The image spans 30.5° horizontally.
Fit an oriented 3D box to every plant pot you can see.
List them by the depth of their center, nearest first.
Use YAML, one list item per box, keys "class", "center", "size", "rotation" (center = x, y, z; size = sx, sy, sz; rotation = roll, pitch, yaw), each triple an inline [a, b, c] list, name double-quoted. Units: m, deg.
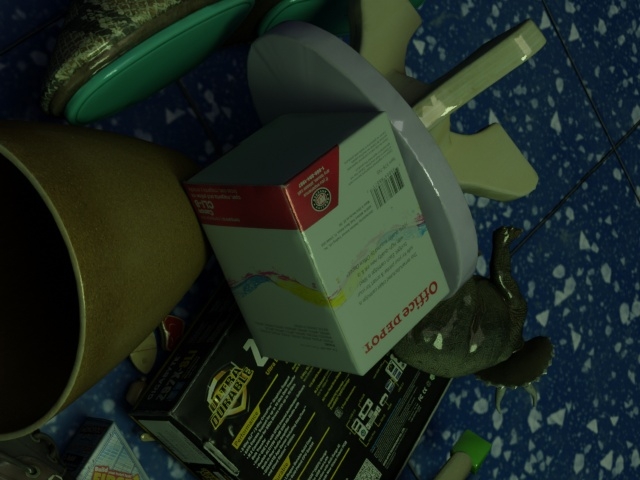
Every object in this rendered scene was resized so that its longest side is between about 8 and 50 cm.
- class: "plant pot"
  center: [-0.198, 0.005, 0.943]
  size: [0.254, 0.237, 0.237]
  rotation: [-23, 102, -57]

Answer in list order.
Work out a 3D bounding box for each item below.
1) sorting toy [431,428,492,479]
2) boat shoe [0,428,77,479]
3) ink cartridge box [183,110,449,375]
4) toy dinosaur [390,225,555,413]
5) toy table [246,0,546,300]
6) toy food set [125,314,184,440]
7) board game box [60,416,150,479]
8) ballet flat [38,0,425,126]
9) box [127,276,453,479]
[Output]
- class: "sorting toy"
  center: [0.066, 0.312, 1.152]
  size: [0.348, 0.047, 0.196]
  rotation: [-40, 154, -47]
- class: "boat shoe"
  center: [-0.248, 0.182, 0.922]
  size: [0.285, 0.103, 0.092]
  rotation: [16, 67, -6]
- class: "ink cartridge box"
  center: [0.000, 0.000, 0.961]
  size: [0.128, 0.127, 0.176]
  rotation: [-39, 118, -35]
- class: "toy dinosaur"
  center: [0.129, 0.070, 1.135]
  size: [0.314, 0.121, 0.160]
  rotation: [12, 65, -43]
- class: "toy table"
  center: [0.075, -0.102, 1.044]
  size: [0.161, 0.252, 0.274]
  rotation: [-42, 111, -31]
- class: "toy food set"
  center: [-0.146, 0.122, 1.089]
  size: [0.078, 0.019, 0.122]
  rotation: [2, 85, -36]
- class: "board game box"
  center: [-0.187, 0.264, 1.027]
  size: [0.194, 0.060, 0.194]
  rotation: [30, 71, -31]
- class: "ballet flat"
  center: [-0.091, -0.246, 1.089]
  size: [0.483, 0.164, 0.182]
  rotation: [-26, 81, -40]
- class: "box"
  center: [0.002, 0.120, 1.150]
  size: [0.257, 0.079, 0.322]
  rotation: [47, 59, -25]
